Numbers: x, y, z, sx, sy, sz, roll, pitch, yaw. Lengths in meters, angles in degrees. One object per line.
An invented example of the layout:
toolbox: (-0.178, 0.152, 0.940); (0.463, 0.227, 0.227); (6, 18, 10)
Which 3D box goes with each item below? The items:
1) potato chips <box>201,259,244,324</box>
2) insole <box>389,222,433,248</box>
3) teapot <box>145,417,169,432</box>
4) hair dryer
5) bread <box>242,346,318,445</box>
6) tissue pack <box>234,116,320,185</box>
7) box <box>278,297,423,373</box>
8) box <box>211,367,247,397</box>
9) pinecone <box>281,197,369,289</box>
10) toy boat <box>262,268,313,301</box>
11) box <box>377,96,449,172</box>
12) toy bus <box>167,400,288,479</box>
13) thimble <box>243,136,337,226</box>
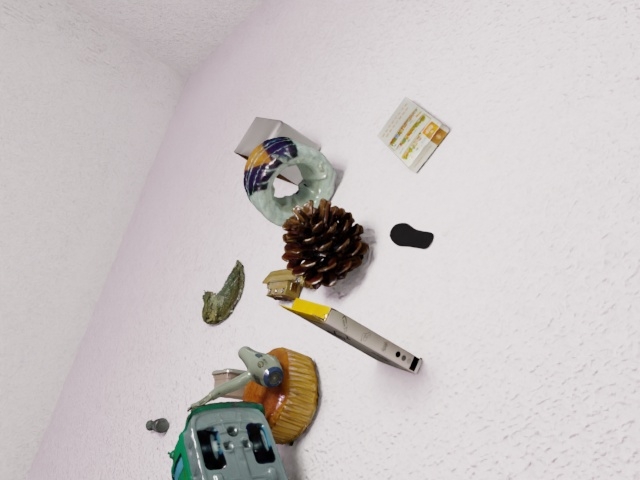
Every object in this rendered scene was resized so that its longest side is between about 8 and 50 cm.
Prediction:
potato chips: (-0.301, 0.168, 1.953); (0.220, 0.029, 0.202); (-38, 38, 34)
insole: (0.186, -0.009, 1.331); (0.153, 0.002, 0.053); (15, 77, 62)
teapot: (-0.486, 0.547, 1.898); (0.111, 0.043, 0.042); (-24, 45, 55)
hair dryer: (-0.181, 0.279, 1.317); (0.199, 0.067, 0.167); (-21, 16, -9)
bread: (-0.091, 0.328, 1.371); (0.199, 0.104, 0.199); (-39, 35, 35)
tissue pack: (-0.134, -0.275, 1.949); (0.136, 0.159, 0.246); (-60, 27, -2)
box: (0.055, 0.163, 1.130); (0.129, 0.247, 0.033); (7, 67, 59)
box: (-0.190, 0.342, 1.514); (0.089, 0.122, 0.062); (-23, 57, 49)
pinecone: (0.000, 0.000, 1.434); (0.208, 0.208, 0.207); (-40, 34, 35)
toy boat: (-0.082, 0.113, 1.609); (0.200, 0.057, 0.077); (-12, 60, 55)
box: (0.209, -0.250, 1.487); (0.122, 0.032, 0.220); (-52, 28, 14)
toy bus: (-0.161, 0.494, 1.182); (0.199, 0.184, 0.343); (-58, 40, 34)
thimble: (-0.077, -0.156, 1.690); (0.237, 0.237, 0.150); (-58, 32, 5)
